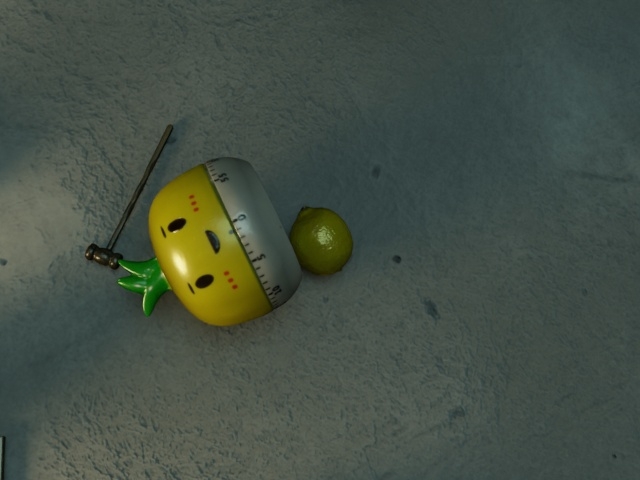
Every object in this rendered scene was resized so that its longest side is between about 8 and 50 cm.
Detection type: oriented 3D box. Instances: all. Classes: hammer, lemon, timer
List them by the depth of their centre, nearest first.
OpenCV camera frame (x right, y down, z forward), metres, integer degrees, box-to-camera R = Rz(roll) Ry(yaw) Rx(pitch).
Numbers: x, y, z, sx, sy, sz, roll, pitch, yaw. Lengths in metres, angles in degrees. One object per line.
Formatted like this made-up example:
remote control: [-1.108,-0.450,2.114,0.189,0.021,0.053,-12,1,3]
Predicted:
timer: [-0.190,0.024,1.118,0.285,0.285,0.285,3,71,-9]
lemon: [0.000,0.000,1.232,0.109,0.109,0.133,-33,95,-18]
hammer: [-0.325,-0.087,1.248,0.058,0.029,0.292,22,68,-5]

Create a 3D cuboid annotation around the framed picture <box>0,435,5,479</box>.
framed picture: [-0.575,0.444,1.030,0.213,0.016,0.289,-2,73,-11]
